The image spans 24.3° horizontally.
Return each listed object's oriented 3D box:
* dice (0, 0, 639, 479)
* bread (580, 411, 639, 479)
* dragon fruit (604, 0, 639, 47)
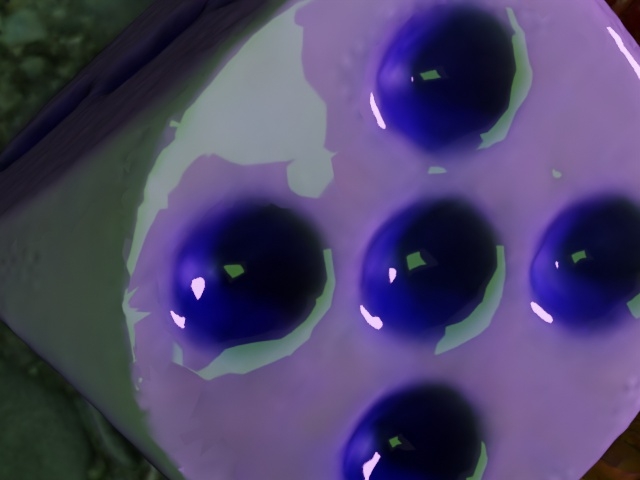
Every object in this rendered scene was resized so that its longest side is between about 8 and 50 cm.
[{"bbox_3d":[0.000,0.000,0.665,0.251,0.259,0.243,-45,110,-11],"label":"dice"},{"bbox_3d":[0.172,0.216,0.833,0.253,0.142,0.227,-22,106,-16],"label":"bread"},{"bbox_3d":[0.237,-0.072,0.784,0.227,0.243,0.307,-11,132,-28],"label":"dragon fruit"}]
